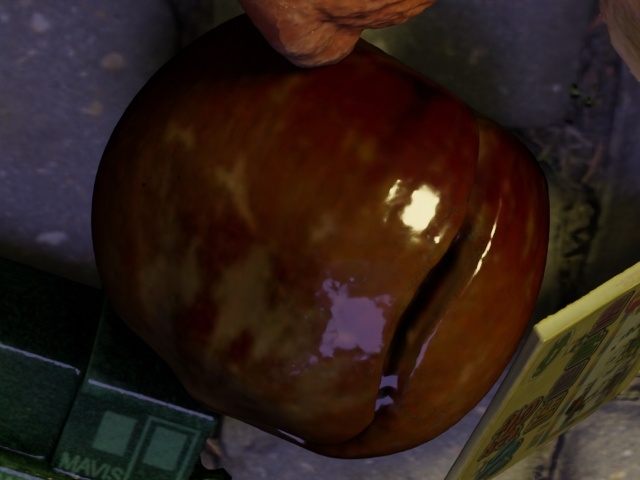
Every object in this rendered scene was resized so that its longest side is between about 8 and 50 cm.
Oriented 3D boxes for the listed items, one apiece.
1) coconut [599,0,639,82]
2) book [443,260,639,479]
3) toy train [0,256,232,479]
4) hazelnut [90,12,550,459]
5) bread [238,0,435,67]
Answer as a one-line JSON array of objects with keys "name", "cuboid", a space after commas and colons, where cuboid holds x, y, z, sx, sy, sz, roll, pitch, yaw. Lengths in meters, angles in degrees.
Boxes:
[{"name": "coconut", "cuboid": [0.218, -0.134, 0.874, 0.194, 0.194, 0.194, 2, 133, 2]}, {"name": "book", "cuboid": [0.149, 0.070, 1.084, 0.013, 0.192, 0.168, 45, 136, 20]}, {"name": "toy train", "cuboid": [-0.199, 0.087, 1.144, 0.330, 0.138, 0.178, 19, 122, -11]}, {"name": "hazelnut", "cuboid": [0.000, 0.000, 0.989, 0.234, 0.218, 0.218, 31, 135, 16]}, {"name": "bread", "cuboid": [0.027, -0.207, 0.828, 0.244, 0.123, 0.190, -37, 92, 17]}]
